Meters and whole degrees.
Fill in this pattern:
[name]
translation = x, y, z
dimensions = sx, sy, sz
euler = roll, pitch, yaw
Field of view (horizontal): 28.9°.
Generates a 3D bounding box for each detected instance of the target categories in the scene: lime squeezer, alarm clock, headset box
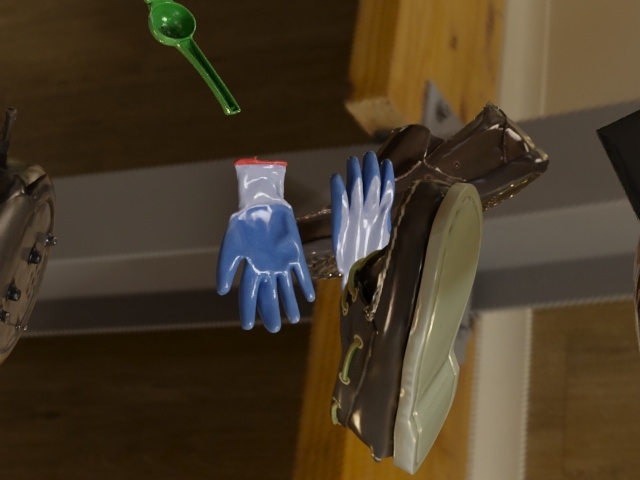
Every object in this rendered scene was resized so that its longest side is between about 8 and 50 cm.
[lime squeezer]
translation = -0.174, -0.291, 1.439
dimensions = 0.059, 0.310, 0.110
euler = -18, -169, -18
[alarm clock]
translation = -0.200, 0.029, 0.732
dimensions = 0.064, 0.192, 0.129
euler = 19, -144, -2
[headset box]
translation = 0.500, -0.128, 1.569
dimensions = 0.246, 0.283, 0.131
euler = -26, -99, 18

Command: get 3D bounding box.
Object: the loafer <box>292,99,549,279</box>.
[loafer]
translation = 0.100, -0.064, 1.492
dimensions = 0.366, 0.134, 0.130
euler = -23, -101, -28

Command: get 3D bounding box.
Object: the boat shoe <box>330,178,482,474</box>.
[boat shoe]
translation = 0.041, 0.048, 0.700
dimensions = 0.069, 0.227, 0.081
euler = 24, -130, 19

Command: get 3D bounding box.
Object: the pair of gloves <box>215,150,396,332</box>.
[pair of gloves]
translation = 0.000, 0.000, 1.121
dimensions = 0.023, 0.198, 0.159
euler = -163, -109, -65

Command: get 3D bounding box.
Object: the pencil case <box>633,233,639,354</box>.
[pencil case]
translation = 0.195, 0.073, 0.376
dimensions = 0.183, 0.160, 0.410
euler = -25, -163, 20
